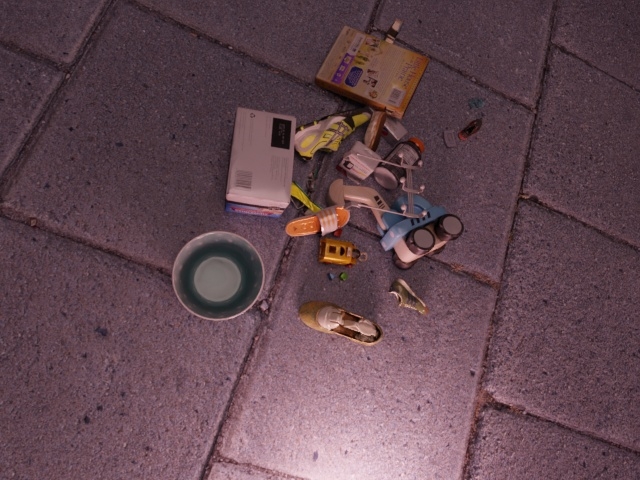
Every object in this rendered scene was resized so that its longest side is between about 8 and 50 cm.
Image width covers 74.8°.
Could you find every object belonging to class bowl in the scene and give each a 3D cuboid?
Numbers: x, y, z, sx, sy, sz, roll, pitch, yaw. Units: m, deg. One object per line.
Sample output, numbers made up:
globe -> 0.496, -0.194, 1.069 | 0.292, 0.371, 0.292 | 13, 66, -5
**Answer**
bowl -> -0.369, 0.133, 1.510 | 0.312, 0.163, 0.310 | 4, 77, -16

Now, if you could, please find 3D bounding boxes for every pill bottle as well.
pill bottle -> 0.355, -0.347, 1.843 | 0.130, 0.130, 0.245 | 45, 70, -4

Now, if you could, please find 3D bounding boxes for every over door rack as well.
over door rack -> 0.254, -0.220, 1.603 | 0.325, 0.108, 0.239 | 6, 71, -15

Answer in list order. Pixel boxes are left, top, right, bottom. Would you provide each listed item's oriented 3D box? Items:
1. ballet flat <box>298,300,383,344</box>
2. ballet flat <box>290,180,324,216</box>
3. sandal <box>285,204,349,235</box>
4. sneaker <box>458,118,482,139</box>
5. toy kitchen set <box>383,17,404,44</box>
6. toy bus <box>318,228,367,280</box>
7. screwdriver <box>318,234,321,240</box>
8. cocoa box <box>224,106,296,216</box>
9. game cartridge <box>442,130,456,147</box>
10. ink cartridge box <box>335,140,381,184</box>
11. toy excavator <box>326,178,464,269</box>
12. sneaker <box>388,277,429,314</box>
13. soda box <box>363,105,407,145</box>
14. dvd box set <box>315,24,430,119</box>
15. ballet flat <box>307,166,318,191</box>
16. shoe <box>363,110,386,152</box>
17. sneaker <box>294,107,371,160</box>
ballet flat -> 0.089, 0.320, 1.632 | 0.349, 0.123, 0.123 | 23, 73, -11
ballet flat -> -0.055, -0.145, 1.717 | 0.231, 0.077, 0.077 | 43, 91, -3
sandal -> -0.009, -0.059, 1.658 | 0.266, 0.076, 0.101 | -17, 113, 4
sneaker -> 0.745, -0.547, 2.034 | 0.158, 0.065, 0.061 | -42, 92, -20
toy kitchen set -> 0.363, -0.897, 1.989 | 0.166, 0.122, 0.207 | 29, 92, -9
toy bus -> 0.091, 0.050, 1.689 | 0.202, 0.104, 0.190 | -40, 95, -20
screwdriver -> 0.000, 0.000, 1.729 | 0.024, 0.025, 0.169 | -7, 89, -18
cocoa box -> -0.234, -0.287, 1.604 | 0.232, 0.228, 0.346 | 7, 77, -15
game cartridge -> 0.617, -0.488, 2.011 | 0.056, 0.017, 0.083 | -6, 80, -21
ink cartridge box -> 0.156, -0.324, 1.755 | 0.128, 0.175, 0.072 | 35, 71, -7
toy excavator -> 0.295, -0.104, 1.759 | 0.434, 0.222, 0.444 | -23, 72, -19
sneaker -> 0.363, 0.254, 1.759 | 0.086, 0.064, 0.192 | -41, 92, -12
soda box -> 0.289, -0.539, 1.897 | 0.074, 0.069, 0.216 | -43, 93, -19
dvd box set -> 0.230, -0.749, 1.856 | 0.421, 0.062, 0.307 | 24, 78, 6
ballet flat -> -0.036, -0.259, 1.759 | 0.041, 0.041, 0.114 | 11, 75, -14
shoe -> 0.229, -0.463, 1.845 | 0.059, 0.077, 0.218 | 23, 101, 24
sneaker -> 0.051, -0.462, 1.793 | 0.385, 0.145, 0.147 | -25, 107, -17
